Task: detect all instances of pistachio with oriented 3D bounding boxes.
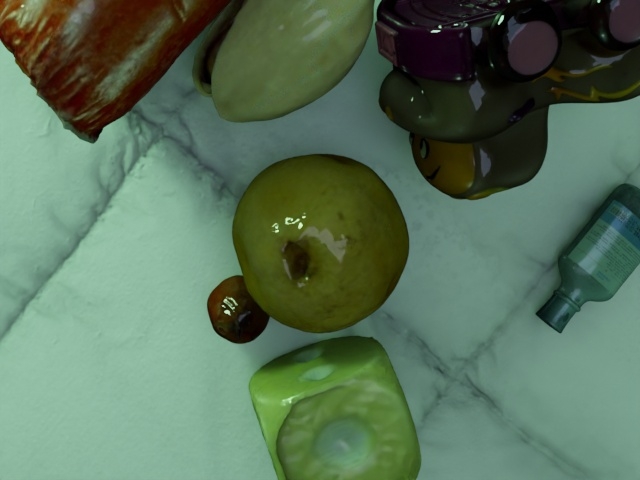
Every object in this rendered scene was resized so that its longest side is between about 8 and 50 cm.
[{"bbox_3d":[-0.040,-0.228,1.039,0.229,0.157,0.157,-42,104,4],"label":"pistachio"}]

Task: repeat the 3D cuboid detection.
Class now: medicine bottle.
[{"bbox_3d":[0.362,0.028,1.209,0.090,0.054,0.208,38,92,-16],"label":"medicine bottle"}]

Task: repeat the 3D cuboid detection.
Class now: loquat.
[{"bbox_3d":[0.000,0.000,1.068,0.208,0.208,0.208,-2,99,-11],"label":"loquat"}]

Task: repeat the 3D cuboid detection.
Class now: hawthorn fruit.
[{"bbox_3d":[-0.096,0.087,1.110,0.081,0.093,0.081,-2,101,-11],"label":"hawthorn fruit"}]

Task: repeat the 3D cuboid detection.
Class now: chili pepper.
[{"bbox_3d":[-0.208,-0.284,0.950,0.305,0.251,0.229,-46,125,3],"label":"chili pepper"}]

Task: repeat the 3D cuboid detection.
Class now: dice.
[{"bbox_3d":[0.015,0.220,1.114,0.169,0.169,0.166,-17,101,-7],"label":"dice"}]

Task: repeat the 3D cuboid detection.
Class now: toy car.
[{"bbox_3d":[0.232,-0.196,1.061,0.340,0.271,0.240,-17,120,-8],"label":"toy car"}]
